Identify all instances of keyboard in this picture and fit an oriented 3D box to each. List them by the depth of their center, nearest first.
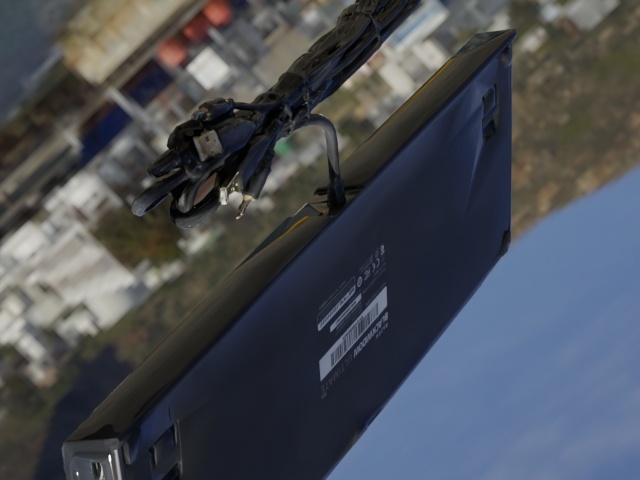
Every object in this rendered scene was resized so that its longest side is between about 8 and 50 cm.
[{"bbox_3d":[0.000,0.000,0.700,0.317,0.033,0.202,-47,142,-47],"label":"keyboard"}]
